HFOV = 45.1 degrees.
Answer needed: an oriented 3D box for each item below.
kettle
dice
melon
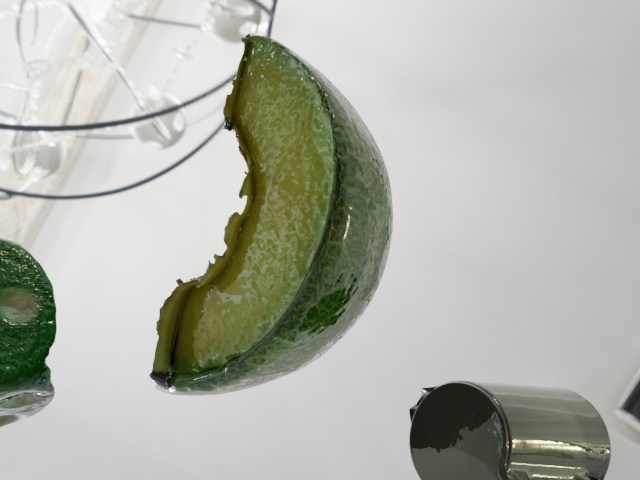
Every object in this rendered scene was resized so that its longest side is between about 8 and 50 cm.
[{"bbox_3d":[0.151,0.169,0.596,0.148,0.126,0.098,17,-42,-43],"label":"kettle"},{"bbox_3d":[-0.281,0.078,0.602,0.120,0.128,0.130,-4,-114,-39],"label":"dice"},{"bbox_3d":[0.000,0.000,0.575,0.129,0.169,0.265,10,-96,35],"label":"melon"}]
